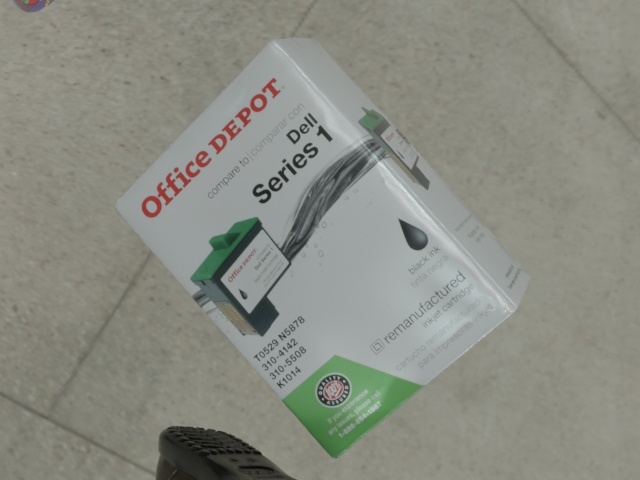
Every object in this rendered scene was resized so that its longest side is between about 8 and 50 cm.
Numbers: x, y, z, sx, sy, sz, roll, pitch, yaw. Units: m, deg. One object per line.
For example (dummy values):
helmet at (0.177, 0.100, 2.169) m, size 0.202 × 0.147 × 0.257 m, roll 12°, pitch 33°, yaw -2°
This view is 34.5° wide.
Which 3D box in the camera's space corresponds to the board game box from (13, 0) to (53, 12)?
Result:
board game box at (-0.174, -0.241, 0.758) m, size 0.033 × 0.133 × 0.168 m, roll 23°, pitch 85°, yaw 2°

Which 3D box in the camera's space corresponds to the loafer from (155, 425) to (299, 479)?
loafer at (-0.035, 0.186, 0.637) m, size 0.080 × 0.220 × 0.078 m, roll 12°, pitch 96°, yaw -36°

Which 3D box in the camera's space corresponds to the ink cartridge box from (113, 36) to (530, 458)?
ink cartridge box at (0.000, 0.000, 0.664) m, size 0.160 × 0.092 × 0.219 m, roll -43°, pitch 87°, yaw 19°
